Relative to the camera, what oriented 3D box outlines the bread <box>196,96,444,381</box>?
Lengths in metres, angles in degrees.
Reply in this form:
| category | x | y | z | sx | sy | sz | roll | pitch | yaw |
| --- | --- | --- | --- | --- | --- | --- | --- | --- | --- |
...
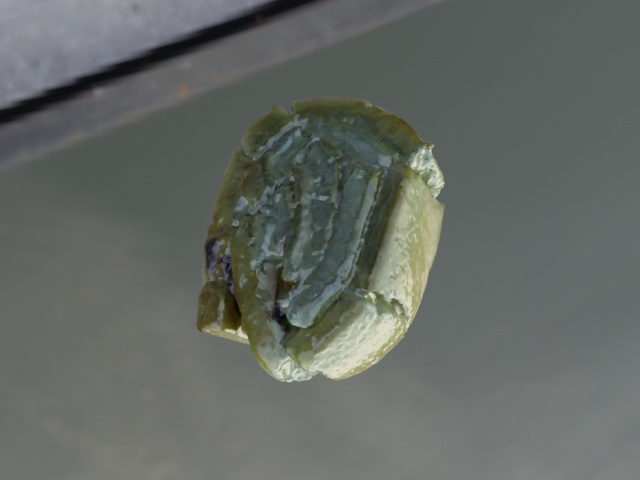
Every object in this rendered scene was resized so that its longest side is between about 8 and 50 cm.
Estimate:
| category | x | y | z | sx | sy | sz | roll | pitch | yaw |
| --- | --- | --- | --- | --- | --- | --- | --- | --- | --- |
| bread | 0.000 | 0.000 | 0.960 | 0.117 | 0.156 | 0.064 | 4 | 158 | 21 |
